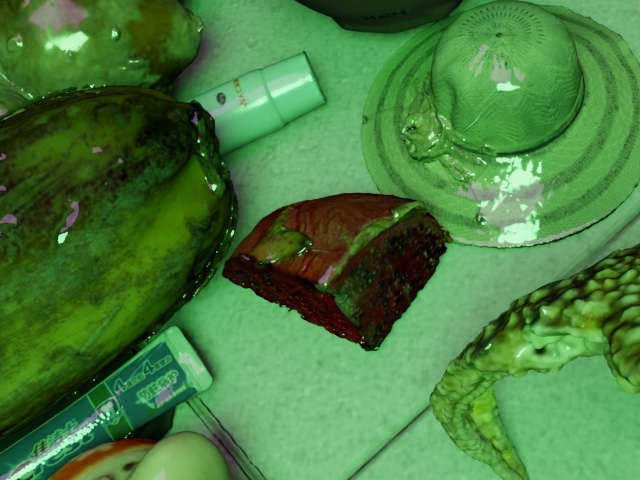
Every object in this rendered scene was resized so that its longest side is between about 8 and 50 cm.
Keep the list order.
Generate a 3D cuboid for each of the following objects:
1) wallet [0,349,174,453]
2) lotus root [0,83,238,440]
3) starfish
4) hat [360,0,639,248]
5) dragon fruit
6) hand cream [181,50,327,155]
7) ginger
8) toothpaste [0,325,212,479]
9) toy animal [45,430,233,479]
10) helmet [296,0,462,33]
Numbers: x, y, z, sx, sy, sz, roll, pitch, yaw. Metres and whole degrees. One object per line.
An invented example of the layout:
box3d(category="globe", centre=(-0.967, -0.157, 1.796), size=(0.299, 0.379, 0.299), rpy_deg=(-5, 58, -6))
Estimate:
box3d(category="wallet", centre=(-0.289, 0.200, 0.638), size=(0.197, 0.051, 0.377), rpy_deg=(36, 74, 25))
box3d(category="lotus root", centre=(-0.232, 0.033, 0.579), size=(0.398, 0.195, 0.179), rpy_deg=(-32, 22, -12))
box3d(category="starfish", centre=(0.194, 0.056, 0.402), size=(0.384, 0.398, 0.132), rpy_deg=(-16, 80, -22))
box3d(category="hat", centre=(0.144, -0.125, 0.655), size=(0.252, 0.110, 0.252), rpy_deg=(-7, 62, 13))
box3d(category="dragon fruit", centre=(0.000, -0.001, 0.628), size=(0.161, 0.120, 0.127), rpy_deg=(19, 64, 30))
box3d(category="hand cream", centre=(-0.153, -0.077, 0.748), size=(0.331, 0.058, 0.085), rpy_deg=(-24, 74, 9))
box3d(category="ginger", centre=(-0.202, -0.221, 0.747), size=(0.256, 0.176, 0.375), rpy_deg=(5, 53, 11))
box3d(category="toothpaste", centre=(-0.174, 0.138, 0.609), size=(0.197, 0.035, 0.057), rpy_deg=(-34, 80, -12))
box3d(category="toy animal", centre=(-0.104, 0.215, 0.528), size=(0.198, 0.171, 0.171), rpy_deg=(35, 77, 23))
box3d(category="helmet", centre=(0.062, -0.300, 0.715), size=(0.271, 0.197, 0.338), rpy_deg=(-4, 66, 21))
